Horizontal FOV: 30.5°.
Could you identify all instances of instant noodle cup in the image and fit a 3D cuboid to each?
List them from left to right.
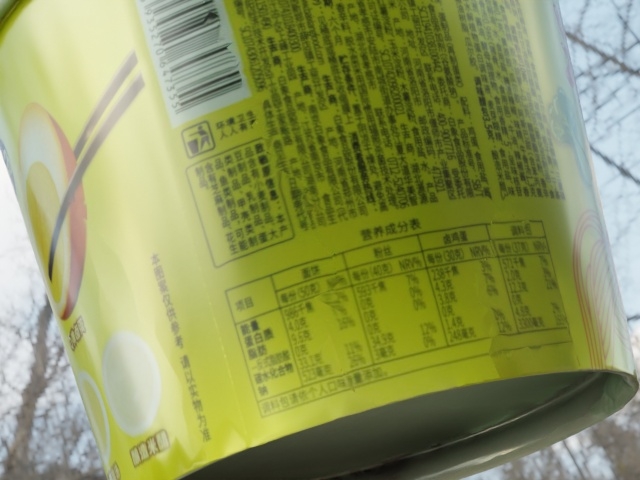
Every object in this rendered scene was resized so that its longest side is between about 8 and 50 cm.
[{"bbox_3d":[0.000,0.000,0.551,0.311,0.222,0.311,-12,-21,-5],"label":"instant noodle cup"}]
